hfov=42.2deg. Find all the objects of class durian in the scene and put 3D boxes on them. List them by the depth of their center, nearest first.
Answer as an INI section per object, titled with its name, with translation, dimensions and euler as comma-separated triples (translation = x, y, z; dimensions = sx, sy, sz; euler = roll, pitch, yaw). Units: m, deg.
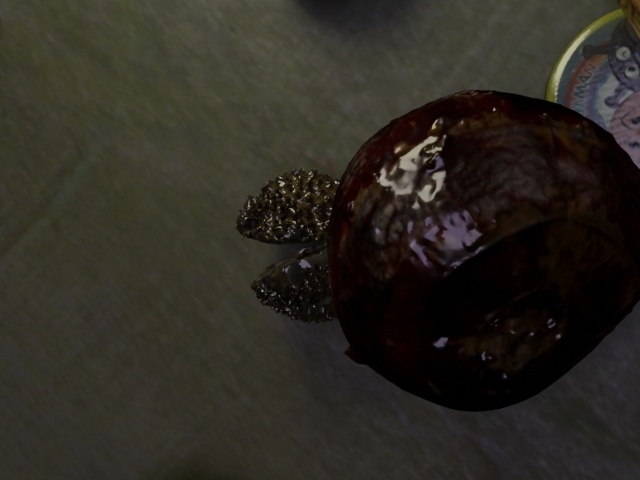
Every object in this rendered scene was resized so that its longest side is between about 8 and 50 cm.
[durian]
translation = 0.000, 0.000, 0.996
dimensions = 0.196, 0.167, 0.196
euler = -1, 105, -3

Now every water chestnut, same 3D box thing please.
[water chestnut]
translation = 0.158, -0.001, 0.873
dimensions = 0.350, 0.302, 0.350
euler = -6, 118, -11

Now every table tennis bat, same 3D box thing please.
[table tennis bat]
translation = 0.430, -0.163, 0.889
dimensions = 0.369, 0.054, 0.224
euler = -7, 83, 20

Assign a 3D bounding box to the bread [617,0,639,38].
[bread]
translation = 0.385, -0.270, 0.842
dimensions = 0.152, 0.119, 0.288
euler = -28, 68, 9
